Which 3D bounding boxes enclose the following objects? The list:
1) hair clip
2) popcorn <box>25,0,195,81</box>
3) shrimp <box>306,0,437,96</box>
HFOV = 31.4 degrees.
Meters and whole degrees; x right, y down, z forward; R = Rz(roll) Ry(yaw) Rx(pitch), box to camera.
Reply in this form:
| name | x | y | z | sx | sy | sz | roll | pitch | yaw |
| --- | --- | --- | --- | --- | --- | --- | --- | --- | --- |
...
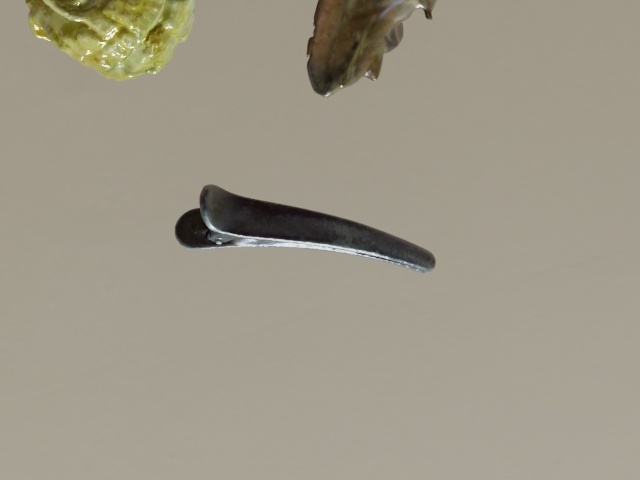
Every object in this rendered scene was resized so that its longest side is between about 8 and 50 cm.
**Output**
| name | x | y | z | sx | sy | sz | roll | pitch | yaw |
| --- | --- | --- | --- | --- | --- | --- | --- | --- | --- |
| hair clip | 0.000 | 0.000 | 1.121 | 0.275 | 0.083 | 0.048 | 11 | -120 | -21 |
| popcorn | -0.156 | -0.193 | 0.877 | 0.162 | 0.141 | 0.135 | -33 | -56 | -42 |
| shrimp | 0.058 | -0.155 | 0.361 | 0.052 | 0.143 | 0.251 | 18 | -73 | -13 |
